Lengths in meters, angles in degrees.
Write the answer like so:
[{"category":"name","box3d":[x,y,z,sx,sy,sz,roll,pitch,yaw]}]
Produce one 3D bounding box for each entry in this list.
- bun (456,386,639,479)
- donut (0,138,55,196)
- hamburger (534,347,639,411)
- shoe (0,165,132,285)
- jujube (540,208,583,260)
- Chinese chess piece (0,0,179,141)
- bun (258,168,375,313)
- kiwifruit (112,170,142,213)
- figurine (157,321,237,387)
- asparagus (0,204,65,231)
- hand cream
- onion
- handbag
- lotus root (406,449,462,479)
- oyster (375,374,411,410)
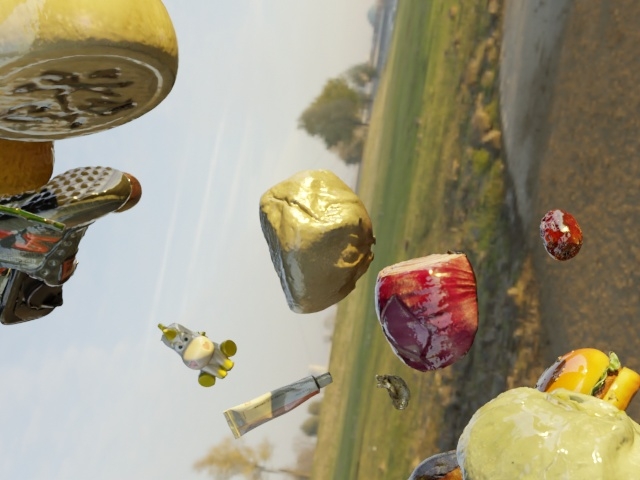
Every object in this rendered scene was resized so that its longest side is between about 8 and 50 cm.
[{"category":"bun","box3d":[0.395,0.357,1.387,0.362,0.362,0.211,-55,-27,-84]},{"category":"donut","box3d":[-0.530,-0.117,1.268,0.303,0.303,0.110,-73,-22,-74]},{"category":"hamburger","box3d":[0.526,0.322,1.757,0.246,0.170,0.246,-46,-21,-24]},{"category":"shoe","box3d":[-0.440,-0.003,1.416,0.132,0.337,0.171,-73,-36,-56]},{"category":"jujube","box3d":[0.476,-0.015,1.702,0.129,0.077,0.077,-84,1,-56]},{"category":"Chinese chess piece","box3d":[-0.284,-0.200,0.945,0.257,0.257,0.104,88,168,-77]},{"category":"bun","box3d":[0.000,-0.005,1.682,0.281,0.205,0.281,160,90,-83]},{"category":"kiwifruit","box3d":[-0.363,-0.087,1.547,0.124,0.075,0.075,-43,-38,-78]},{"category":"figurine","box3d":[-0.254,0.216,1.717,0.109,0.130,0.178,-53,-36,2]},{"category":"asparagus","box3d":[-0.402,-0.040,1.082,0.016,0.163,0.016,-45,35,48]},{"category":"hand cream","box3d":[-0.076,0.308,1.641,0.038,0.216,0.052,74,170,-66]},{"category":"onion","box3d":[0.196,0.142,1.770,0.111,0.250,0.247,15,-112,-44]},{"category":"handbag","box3d":[-0.642,0.054,1.842,0.181,0.181,0.254,-16,-34,-44]},{"category":"lotus root","box3d":[0.297,0.516,1.807,0.169,0.314,0.141,-65,-36,-69]},{"category":"oyster","box3d":[0.156,0.333,1.870,0.038,0.081,0.083,88,-172,-56]}]
